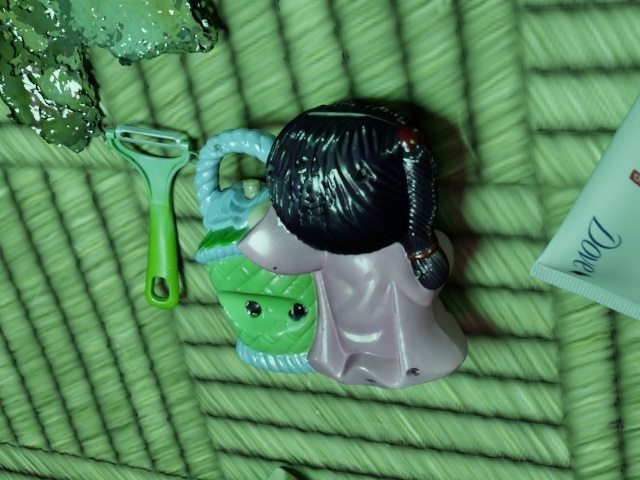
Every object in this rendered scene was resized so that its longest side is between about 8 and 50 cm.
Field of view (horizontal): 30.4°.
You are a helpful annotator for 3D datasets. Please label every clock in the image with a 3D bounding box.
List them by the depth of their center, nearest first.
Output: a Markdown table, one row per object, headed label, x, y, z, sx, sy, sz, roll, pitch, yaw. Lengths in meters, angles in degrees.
| label | x | y | z | sx | sy | sz | roll | pitch | yaw |
| --- | --- | --- | --- | --- | --- | --- | --- | --- | --- |
| clock | 0.000 | 0.000 | 0.814 | 0.194 | 0.100 | 0.195 | 5 | 124 | 28 |

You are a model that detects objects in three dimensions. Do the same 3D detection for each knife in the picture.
| label | x | y | z | sx | sy | sz | roll | pitch | yaw |
| --- | --- | --- | --- | --- | --- | --- | --- | --- | --- |
| knife | -0.124 | -0.016 | 0.921 | 0.078 | 0.022 | 0.166 | 13 | 128 | 17 |

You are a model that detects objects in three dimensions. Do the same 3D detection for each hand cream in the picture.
| label | x | y | z | sx | sy | sz | roll | pitch | yaw |
| --- | --- | --- | --- | --- | --- | --- | --- | --- | --- |
| hand cream | 0.211 | -0.030 | 0.697 | 0.133 | 0.083 | 0.248 | 24 | 140 | 15 |

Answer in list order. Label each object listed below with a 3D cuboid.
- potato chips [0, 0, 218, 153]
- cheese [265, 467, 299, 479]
| label | x | y | z | sx | sy | sz | roll | pitch | yaw |
| --- | --- | --- | --- | --- | --- | --- | --- | --- | --- |
| potato chips | -0.179 | -0.162 | 0.846 | 0.202 | 0.029 | 0.220 | 39 | 130 | -1 |
| cheese | -0.049 | 0.316 | 1.089 | 0.163 | 0.071 | 0.249 | -1 | 122 | 31 |
